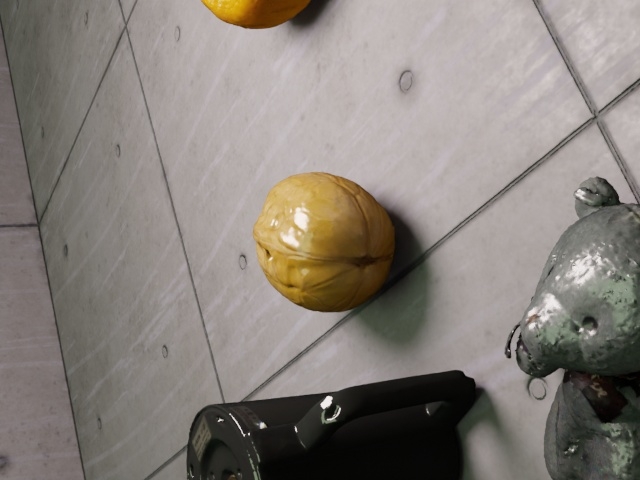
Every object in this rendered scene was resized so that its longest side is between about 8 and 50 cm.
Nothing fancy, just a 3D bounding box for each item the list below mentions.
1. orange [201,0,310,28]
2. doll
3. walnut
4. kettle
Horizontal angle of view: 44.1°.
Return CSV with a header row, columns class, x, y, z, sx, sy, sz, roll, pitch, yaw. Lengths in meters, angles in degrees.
class,x,y,z,sx,sy,sz,roll,pitch,yaw
orange,-0.090,-0.458,1.219,0.249,0.183,0.248,30,132,39
doll,0.260,0.128,0.755,0.246,0.158,0.340,-129,44,-57
walnut,0.000,0.000,1.109,0.226,0.193,0.193,36,121,49
kettle,0.014,0.259,0.994,0.203,0.308,0.262,31,118,52
